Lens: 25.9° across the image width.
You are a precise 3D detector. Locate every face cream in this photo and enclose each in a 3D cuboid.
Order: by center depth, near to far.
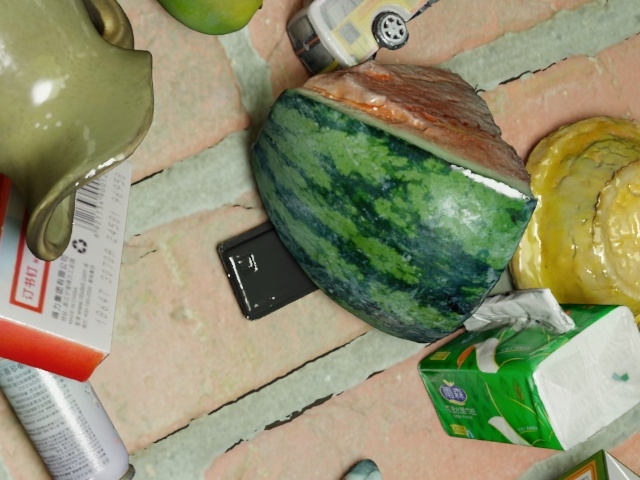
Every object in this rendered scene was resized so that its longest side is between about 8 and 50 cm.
[{"bbox_3d":[-0.243,0.162,1.305,0.075,0.075,0.229,-32,103,-27],"label":"face cream"}]

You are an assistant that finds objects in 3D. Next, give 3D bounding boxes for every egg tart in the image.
[{"bbox_3d":[0.343,-0.009,1.622,0.288,0.118,0.288,-1,92,-28],"label":"egg tart"}]

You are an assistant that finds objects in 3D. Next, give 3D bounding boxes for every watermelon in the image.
[{"bbox_3d":[0.069,-0.047,1.443,0.283,0.292,0.250,36,110,4],"label":"watermelon"}]

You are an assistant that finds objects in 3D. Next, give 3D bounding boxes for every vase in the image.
[{"bbox_3d":[-0.272,-0.176,1.219,0.302,0.241,0.329,36,33,-6],"label":"vase"}]

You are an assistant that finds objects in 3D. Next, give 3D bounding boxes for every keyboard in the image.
[{"bbox_3d":[0.000,0.000,1.476,0.230,0.025,0.093,-25,101,-28],"label":"keyboard"}]

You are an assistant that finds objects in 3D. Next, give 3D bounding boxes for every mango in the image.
[{"bbox_3d":[-0.129,-0.293,1.385,0.122,0.085,0.191,-40,107,-21],"label":"mango"}]

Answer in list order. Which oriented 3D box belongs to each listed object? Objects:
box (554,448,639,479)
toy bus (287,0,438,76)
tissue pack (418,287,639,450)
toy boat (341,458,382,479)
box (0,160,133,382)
[{"bbox_3d":[0.321,0.372,1.517,0.177,0.148,0.195,37,30,-22],"label":"box"},{"bbox_3d":[0.078,-0.276,1.500,0.106,0.092,0.268,49,67,-9],"label":"toy bus"},{"bbox_3d":[0.219,0.119,1.487,0.148,0.209,0.156,-27,100,-27],"label":"tissue pack"},{"bbox_3d":[0.034,0.338,1.462,0.134,0.079,0.207,41,59,-29],"label":"toy boat"},{"bbox_3d":[-0.243,0.008,1.274,0.123,0.050,0.229,21,51,-26],"label":"box"}]
